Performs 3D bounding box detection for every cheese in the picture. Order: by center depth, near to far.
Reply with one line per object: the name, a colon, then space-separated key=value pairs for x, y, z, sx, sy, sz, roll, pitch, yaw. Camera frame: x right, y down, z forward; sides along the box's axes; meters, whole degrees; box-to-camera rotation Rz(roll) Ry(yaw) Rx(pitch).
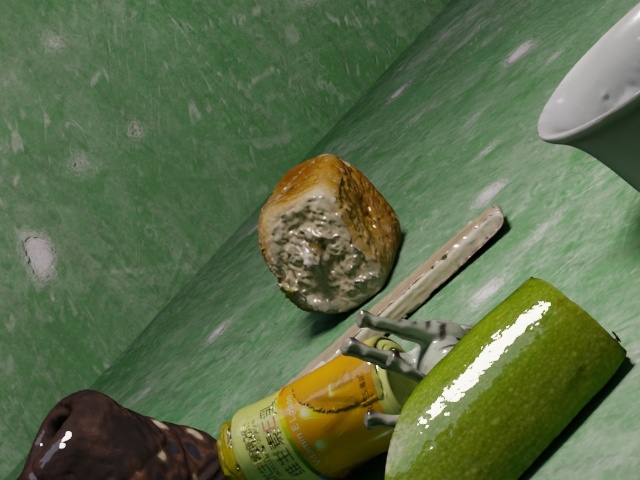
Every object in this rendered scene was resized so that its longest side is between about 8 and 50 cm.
cheese: x=0.090 y=0.093 z=2.467 sx=0.400 sy=0.034 sz=0.085 roll=-41 pitch=11 yaw=9

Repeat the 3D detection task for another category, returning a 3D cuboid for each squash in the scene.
squash: x=0.143 y=0.164 z=1.787 sx=0.289 sy=0.111 sz=0.203 roll=-46 pitch=9 yaw=-4

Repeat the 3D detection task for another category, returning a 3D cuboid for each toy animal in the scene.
toy animal: x=0.107 y=0.121 z=1.919 sx=0.255 sy=0.170 sz=0.090 roll=-79 pitch=10 yaw=-65

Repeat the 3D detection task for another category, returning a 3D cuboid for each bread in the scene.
bread: x=0.000 y=0.000 z=2.736 sx=0.176 sy=0.195 sz=0.246 roll=-35 pitch=12 yaw=20

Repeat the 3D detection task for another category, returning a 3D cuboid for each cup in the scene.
cup: x=0.409 y=-0.169 z=1.953 sx=0.347 sy=0.163 sz=0.347 roll=-42 pitch=10 yaw=9

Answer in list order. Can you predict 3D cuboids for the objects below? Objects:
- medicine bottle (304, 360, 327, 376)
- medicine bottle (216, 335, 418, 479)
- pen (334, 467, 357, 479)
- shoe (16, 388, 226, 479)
medicine bottle: x=-0.037 y=0.237 z=2.322 sx=0.171 sy=0.052 sz=0.201 roll=-43 pitch=10 yaw=4
medicine bottle: x=-0.002 y=0.205 z=2.039 sx=0.239 sy=0.124 sz=0.124 roll=-30 pitch=15 yaw=22
pen: x=0.073 y=0.209 z=2.083 sx=0.239 sy=0.028 sz=0.028 roll=-41 pitch=10 yaw=9
shoe: x=-0.244 y=0.288 z=2.297 sx=0.171 sy=0.237 sz=0.384 roll=-44 pitch=-1 yaw=16
